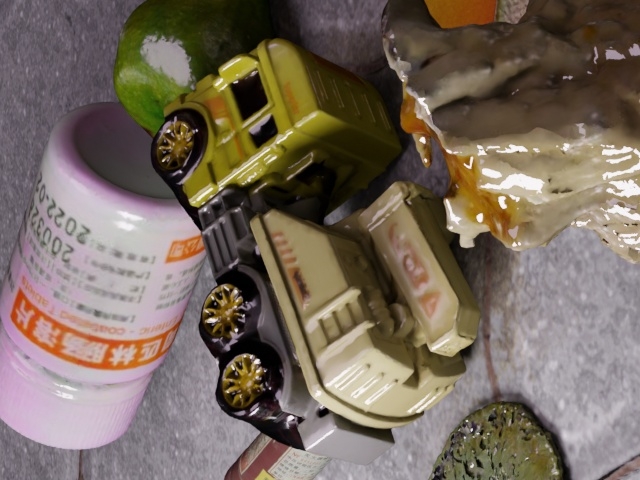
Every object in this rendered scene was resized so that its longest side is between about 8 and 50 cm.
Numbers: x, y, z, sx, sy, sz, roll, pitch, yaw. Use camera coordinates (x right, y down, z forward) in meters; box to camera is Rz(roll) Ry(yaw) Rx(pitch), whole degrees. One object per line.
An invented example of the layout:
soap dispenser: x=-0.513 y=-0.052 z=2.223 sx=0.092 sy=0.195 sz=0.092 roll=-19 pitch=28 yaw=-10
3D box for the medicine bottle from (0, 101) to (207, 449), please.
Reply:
medicine bottle: x=-0.262 y=0.046 z=2.122 sx=0.219 sy=0.219 sz=0.388 roll=61 pitch=137 yaw=41

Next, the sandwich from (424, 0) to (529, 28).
sandwich: x=0.148 y=-0.195 z=1.571 sx=0.162 sy=0.058 sz=0.193 roll=-66 pitch=35 yaw=34

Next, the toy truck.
toy truck: x=0.000 y=0.000 z=1.689 sx=0.254 sy=0.180 sz=0.405 roll=-35 pitch=55 yaw=24

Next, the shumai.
shumai: x=0.185 y=-0.116 z=1.307 sx=0.314 sy=0.262 sz=0.267 roll=13 pitch=101 yaw=58

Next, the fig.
fig: x=-0.104 y=-0.210 z=1.953 sx=0.235 sy=0.203 sz=0.203 roll=-56 pitch=20 yaw=-24

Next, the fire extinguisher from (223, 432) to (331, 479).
fire extinguisher: x=-0.026 y=0.186 z=1.832 sx=0.106 sy=0.075 sz=0.252 roll=49 pitch=135 yaw=12

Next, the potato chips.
potato chips: x=0.157 y=0.254 z=1.579 sx=0.202 sy=0.029 sz=0.220 roll=-38 pitch=55 yaw=51
